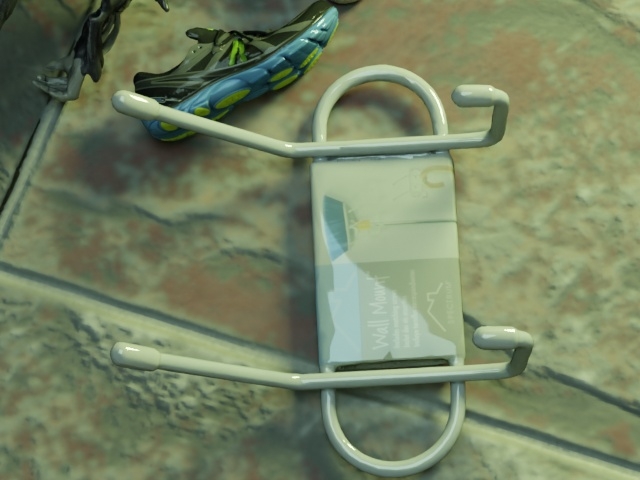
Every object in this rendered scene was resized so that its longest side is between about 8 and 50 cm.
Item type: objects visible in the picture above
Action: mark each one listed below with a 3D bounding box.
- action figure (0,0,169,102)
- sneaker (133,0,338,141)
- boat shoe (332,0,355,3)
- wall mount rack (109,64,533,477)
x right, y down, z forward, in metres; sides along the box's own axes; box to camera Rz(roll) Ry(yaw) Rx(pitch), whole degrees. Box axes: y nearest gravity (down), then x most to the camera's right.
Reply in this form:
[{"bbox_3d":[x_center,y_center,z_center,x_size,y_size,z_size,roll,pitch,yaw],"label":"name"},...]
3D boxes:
[{"bbox_3d":[-0.233,-0.212,1.298,0.276,0.141,0.164,-10,57,-29],"label":"action figure"},{"bbox_3d":[-0.070,-0.153,1.298,0.188,0.067,0.078,-28,76,-5],"label":"sneaker"},{"bbox_3d":[-0.006,-0.304,1.354,0.075,0.065,0.206,-21,69,-5],"label":"boat shoe"},{"bbox_3d":[0.000,0.000,1.202,0.304,0.130,0.350,-3,68,2],"label":"wall mount rack"}]
